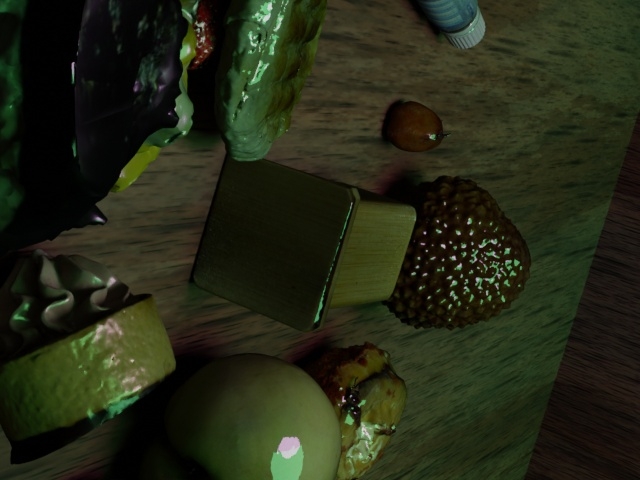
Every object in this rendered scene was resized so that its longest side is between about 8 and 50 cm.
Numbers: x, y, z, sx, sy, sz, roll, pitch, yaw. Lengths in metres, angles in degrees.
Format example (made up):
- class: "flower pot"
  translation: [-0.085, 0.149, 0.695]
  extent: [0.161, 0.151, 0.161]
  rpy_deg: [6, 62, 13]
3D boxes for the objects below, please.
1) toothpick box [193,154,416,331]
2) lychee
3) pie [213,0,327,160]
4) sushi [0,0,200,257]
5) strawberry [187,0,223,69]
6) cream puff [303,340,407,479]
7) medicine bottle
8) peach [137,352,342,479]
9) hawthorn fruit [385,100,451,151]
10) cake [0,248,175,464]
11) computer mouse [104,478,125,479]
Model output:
- class: "toothpick box"
  translation: [0.000, 0.000, 1.490]
  extent: [0.308, 0.190, 0.187]
  rpy_deg: [1, 106, -65]
- class: "lychee"
  translation: [0.205, 0.031, 1.814]
  extent: [0.267, 0.267, 0.267]
  rpy_deg: [-40, 141, -43]
- class: "pie"
  translation: [-0.049, -0.232, 1.273]
  extent: [0.306, 0.071, 0.306]
  rpy_deg: [22, 90, -84]
- class: "sushi"
  translation: [-0.208, -0.173, 0.840]
  extent: [0.285, 0.328, 0.328]
  rpy_deg: [-21, 122, -48]
- class: "strawberry"
  translation: [-0.141, -0.229, 1.178]
  extent: [0.083, 0.083, 0.096]
  rpy_deg: [71, 36, -51]
- class: "cream puff"
  translation: [0.032, 0.273, 1.755]
  extent: [0.240, 0.164, 0.240]
  rpy_deg: [-31, 140, -30]
- class: "medicine bottle"
  translation: [0.198, -0.365, 1.688]
  extent: [0.083, 0.083, 0.203]
  rpy_deg: [-66, 151, -6]
- class: "peach"
  translation: [-0.096, 0.290, 1.432]
  extent: [0.292, 0.247, 0.292]
  rpy_deg: [-25, 123, -46]
- class: "hawthorn fruit"
  translation: [0.155, -0.175, 1.730]
  extent: [0.081, 0.093, 0.081]
  rpy_deg: [-40, 140, -45]
- class: "cake"
  translation: [-0.263, 0.099, 1.103]
  extent: [0.207, 0.185, 0.178]
  rpy_deg: [-34, 97, -17]
- class: "computer mouse"
  translation: [-0.287, 0.421, 1.342]
  extent: [0.170, 0.100, 0.269]
  rpy_deg: [-38, 135, -52]
